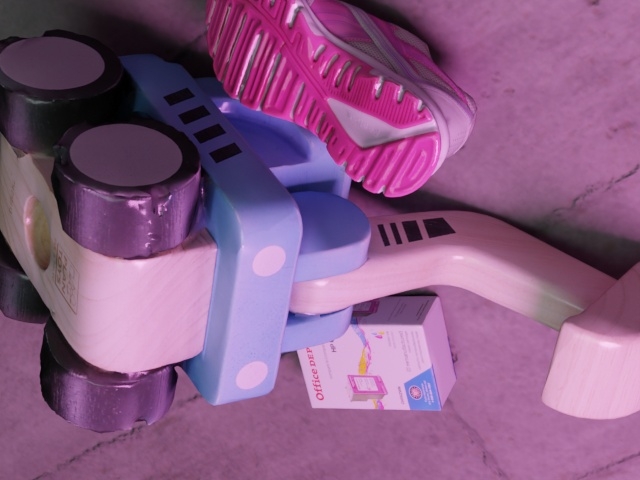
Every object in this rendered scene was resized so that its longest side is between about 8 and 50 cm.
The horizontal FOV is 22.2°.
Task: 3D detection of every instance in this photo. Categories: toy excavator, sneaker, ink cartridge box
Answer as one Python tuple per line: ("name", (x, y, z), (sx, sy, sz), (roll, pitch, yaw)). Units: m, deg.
("toy excavator", (0.000, 0.000, 1.269), (0.433, 0.445, 0.222), (49, 141, 43))
("sneaker", (0.015, -0.128, 1.242), (0.252, 0.111, 0.103), (43, 121, 22))
("ink cartridge box", (0.045, 0.096, 1.393), (0.122, 0.052, 0.088), (-1, 119, 25))
